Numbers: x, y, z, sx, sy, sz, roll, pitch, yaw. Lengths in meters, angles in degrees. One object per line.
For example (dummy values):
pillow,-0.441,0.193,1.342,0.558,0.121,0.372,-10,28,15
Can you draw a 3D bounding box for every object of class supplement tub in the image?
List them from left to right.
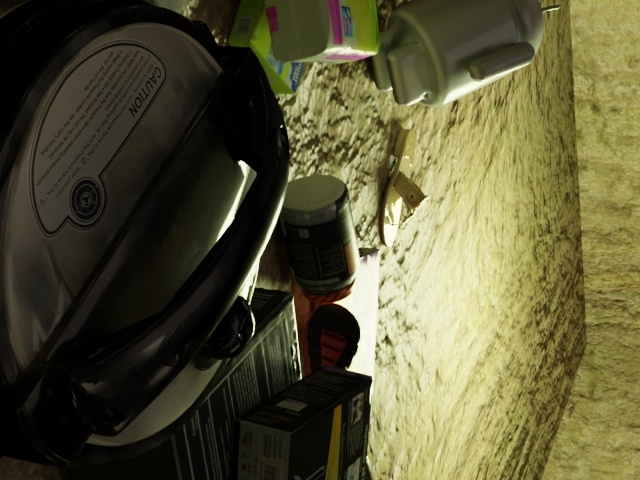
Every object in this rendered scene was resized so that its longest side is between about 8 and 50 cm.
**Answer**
supplement tub,0.000,0.000,1.651,0.117,0.117,0.190,-52,141,-47

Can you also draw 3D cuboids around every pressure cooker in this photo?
pressure cooker,-0.233,-0.019,0.818,0.375,0.420,0.369,0,97,-63

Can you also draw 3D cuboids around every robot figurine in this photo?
robot figurine,0.263,-0.378,1.900,0.353,0.300,0.199,-26,133,-13

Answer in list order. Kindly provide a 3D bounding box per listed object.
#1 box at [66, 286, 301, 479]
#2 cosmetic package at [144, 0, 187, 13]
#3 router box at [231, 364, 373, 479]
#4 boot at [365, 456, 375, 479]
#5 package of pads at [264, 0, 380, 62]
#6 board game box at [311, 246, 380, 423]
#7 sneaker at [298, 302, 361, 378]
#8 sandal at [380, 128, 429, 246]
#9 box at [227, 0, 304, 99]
box,-0.164,0.245,1.297,0.294,0.183,0.296,-45,137,-53
cosmetic package,-0.186,-0.365,1.198,0.127,0.107,0.238,71,33,-42
router box,-0.024,0.342,1.317,0.243,0.081,0.308,-18,115,-63
boot,-0.004,0.537,1.699,0.284,0.138,0.377,-46,145,-72
package of pads,-0.007,-0.407,1.483,0.229,0.101,0.296,-20,102,-66
board game box,0.043,0.198,1.872,0.208,0.056,0.346,-14,109,-58
sneaker,-0.021,0.259,1.658,0.136,0.116,0.313,-49,-163,59
sandal,0.180,-0.103,2.038,0.088,0.079,0.240,20,78,-64
box,-0.068,-0.296,1.523,0.178,0.042,0.109,42,59,-58
